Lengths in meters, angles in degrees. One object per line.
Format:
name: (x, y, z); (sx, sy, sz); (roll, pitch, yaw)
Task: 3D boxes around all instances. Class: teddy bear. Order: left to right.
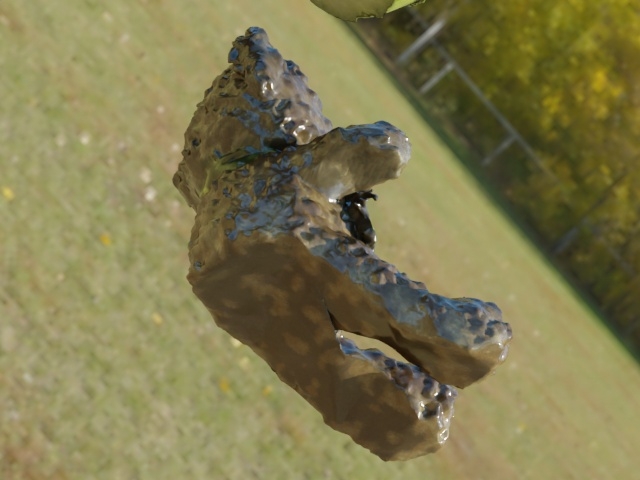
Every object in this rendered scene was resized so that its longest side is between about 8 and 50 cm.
teddy bear: (0.009, 0.004, 1.202); (0.296, 0.246, 0.222); (28, 46, -1)

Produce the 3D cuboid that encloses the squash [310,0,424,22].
squash: (0.004, -0.247, 1.005); (0.219, 0.041, 0.219); (47, -25, 29)
